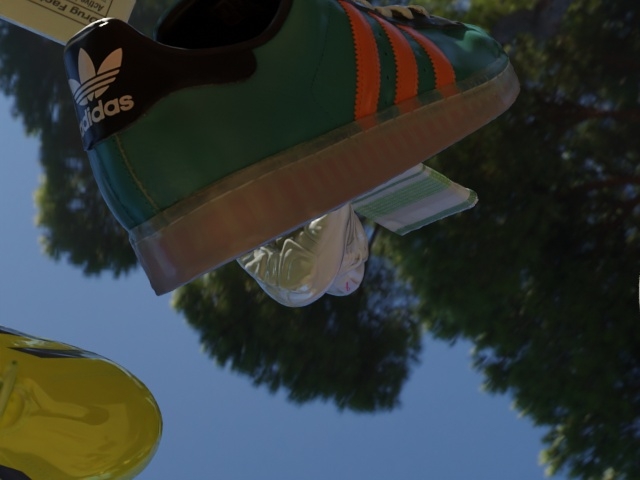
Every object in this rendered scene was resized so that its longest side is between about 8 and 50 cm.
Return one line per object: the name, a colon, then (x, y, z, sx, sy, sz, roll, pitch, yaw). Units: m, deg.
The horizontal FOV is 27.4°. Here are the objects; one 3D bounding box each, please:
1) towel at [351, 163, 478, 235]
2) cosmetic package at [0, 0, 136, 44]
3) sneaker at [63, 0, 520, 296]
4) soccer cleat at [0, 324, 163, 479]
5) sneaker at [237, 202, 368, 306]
towel: (0.065, -0.057, 1.282, 0.152, 0.113, 0.023, 28, -125, -34)
cosmetic package: (-0.166, -0.295, 0.880, 0.160, 0.113, 0.309, 22, -87, -29)
sneaker: (0.000, -0.081, 0.623, 0.302, 0.108, 0.121, -32, -84, -56)
soccer cleat: (-0.218, 0.059, 0.635, 0.289, 0.121, 0.093, 18, -114, -3)
sneaker: (0.000, 0.000, 0.968, 0.090, 0.232, 0.115, -31, -70, 11)
